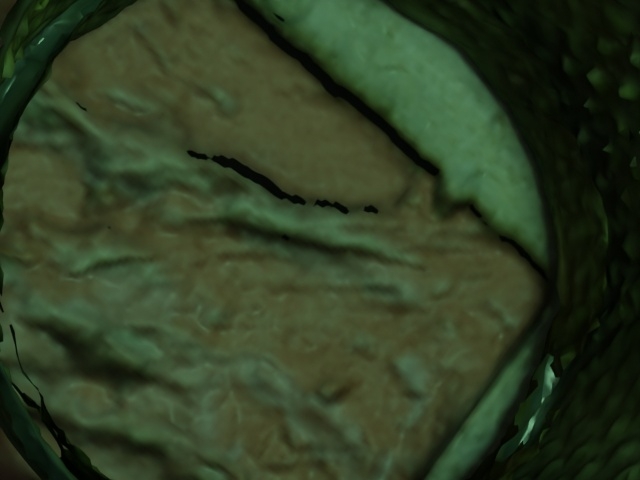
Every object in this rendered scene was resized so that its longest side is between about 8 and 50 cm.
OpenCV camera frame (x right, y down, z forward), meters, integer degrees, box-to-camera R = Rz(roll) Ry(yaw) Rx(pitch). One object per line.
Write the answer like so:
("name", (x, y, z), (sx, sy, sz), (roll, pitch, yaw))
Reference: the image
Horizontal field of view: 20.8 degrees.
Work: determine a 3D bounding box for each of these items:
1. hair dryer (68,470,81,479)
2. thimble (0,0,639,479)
("hair dryer", (-0.165, 0.162, 0.646), (0.195, 0.050, 0.173), (-20, 95, -15))
("thimble", (0.000, 0.000, 0.619), (0.271, 0.150, 0.271), (2, 83, -15))
